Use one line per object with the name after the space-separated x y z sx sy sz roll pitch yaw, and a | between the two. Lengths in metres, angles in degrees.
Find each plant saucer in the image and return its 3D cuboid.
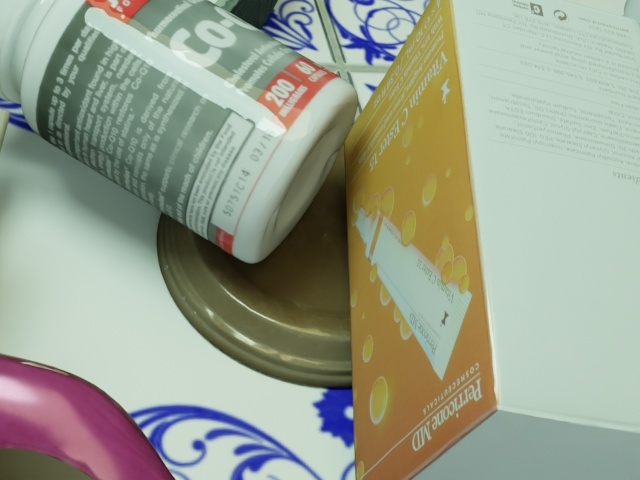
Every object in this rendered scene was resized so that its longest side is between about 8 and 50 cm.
0.000 0.000 0.915 0.277 0.041 0.278 7 49 -9 | plant saucer

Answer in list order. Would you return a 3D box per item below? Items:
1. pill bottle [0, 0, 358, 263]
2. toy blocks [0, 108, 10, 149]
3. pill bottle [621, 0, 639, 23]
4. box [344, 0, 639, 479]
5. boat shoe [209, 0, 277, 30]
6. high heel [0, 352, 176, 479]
-0.128 -0.119 0.836 0.283 0.161 0.161 31 48 7 | pill bottle
-0.372 -0.003 0.676 0.288 0.309 0.260 16 89 -12 | toy blocks
0.281 -0.100 0.928 0.153 0.265 0.153 8 48 -9 | pill bottle
0.133 0.016 0.774 0.168 0.215 0.345 10 55 -18 | box
-0.122 -0.236 1.040 0.103 0.118 0.320 32 55 7 | boat shoe
-0.141 0.194 0.618 0.377 0.127 0.181 24 37 -6 | high heel
